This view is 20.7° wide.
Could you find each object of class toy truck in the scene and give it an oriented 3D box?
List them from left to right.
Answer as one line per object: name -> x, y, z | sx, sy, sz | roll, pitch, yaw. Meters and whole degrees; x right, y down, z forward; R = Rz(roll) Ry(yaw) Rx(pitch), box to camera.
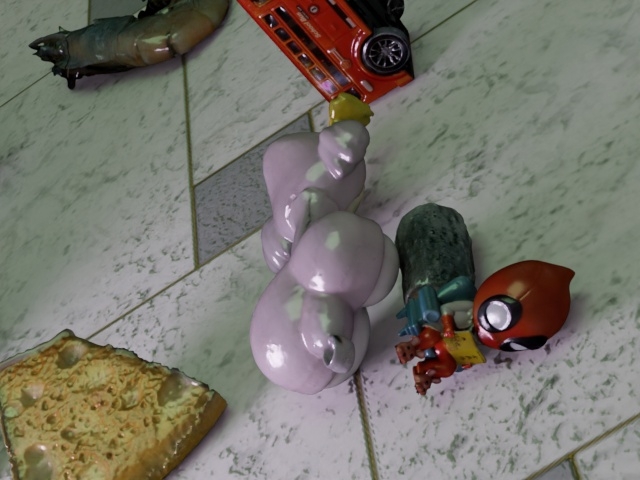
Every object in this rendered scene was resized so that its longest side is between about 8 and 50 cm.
toy truck -> -0.015, -0.242, 1.673 | 0.114, 0.253, 0.107 | -32, 30, 22

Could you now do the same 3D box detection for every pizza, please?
pizza -> -0.181, 0.160, 1.517 | 0.204, 0.080, 0.188 | -29, 54, 1

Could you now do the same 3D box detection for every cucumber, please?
cucumber -> 0.093, 0.022, 1.396 | 0.064, 0.064, 0.112 | -30, 34, 18

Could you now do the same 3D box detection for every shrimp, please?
shrimp -> -0.225, -0.272, 2.138 | 0.289, 0.075, 0.178 | -9, 34, 44

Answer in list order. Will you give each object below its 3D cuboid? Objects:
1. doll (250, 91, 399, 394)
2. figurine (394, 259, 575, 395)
doll -> -0.001, 0.000, 1.467 | 0.160, 0.094, 0.365 | -56, 22, 25
figurine -> 0.126, 0.058, 1.304 | 0.140, 0.068, 0.075 | -23, 31, 17
